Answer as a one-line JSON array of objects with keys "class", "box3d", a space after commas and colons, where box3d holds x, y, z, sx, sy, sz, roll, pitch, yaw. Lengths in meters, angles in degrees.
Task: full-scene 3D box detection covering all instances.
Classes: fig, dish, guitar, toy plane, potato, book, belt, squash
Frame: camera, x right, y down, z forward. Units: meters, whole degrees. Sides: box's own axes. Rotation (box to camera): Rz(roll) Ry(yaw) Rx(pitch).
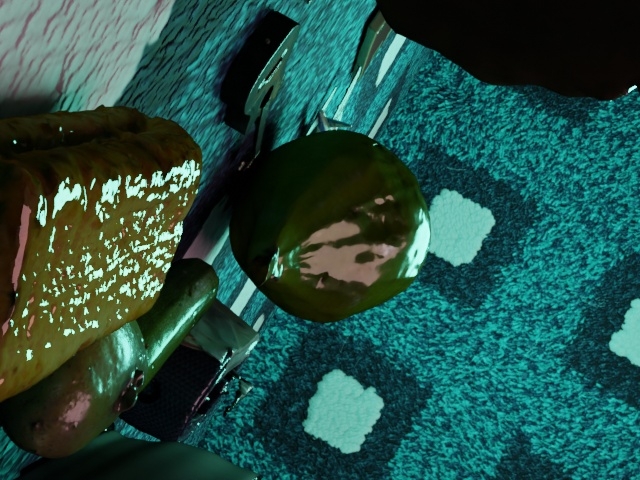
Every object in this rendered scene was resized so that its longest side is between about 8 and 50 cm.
[{"class": "fig", "box3d": [0.012, -0.023, 1.079, 0.233, 0.233, 0.314, -59, 172, -8]}, {"class": "dish", "box3d": [-0.196, 0.220, 0.688, 0.316, 0.106, 0.316, -36, 172, -6]}, {"class": "guitar", "box3d": [-0.059, -0.116, 0.861, 0.088, 0.025, 0.233, -59, 177, -21]}, {"class": "toy plane", "box3d": [0.000, -0.131, 1.321, 0.226, 0.058, 0.226, -60, 180, -16]}, {"class": "potato", "box3d": [-0.159, 0.087, 0.651, 0.188, 0.085, 0.105, 128, -13, -85]}, {"class": "book", "box3d": [0.118, -0.356, 1.416, 0.232, 0.022, 0.162, -59, 179, -17]}, {"class": "belt", "box3d": [-0.138, 0.136, 1.010, 0.140, 0.126, 0.230, -58, 176, 5]}, {"class": "squash", "box3d": [-0.149, 0.074, 0.853, 0.066, 0.066, 0.229, -61, 177, 26]}]

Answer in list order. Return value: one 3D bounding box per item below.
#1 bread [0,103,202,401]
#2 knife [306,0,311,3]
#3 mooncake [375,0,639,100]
[{"class": "bread", "box3d": [-0.122, -0.002, 0.419, 0.211, 0.083, 0.114, -44, 159, -77]}, {"class": "knife", "box3d": [0.062, -0.322, 0.946, 0.298, 0.017, 0.047, -58, -178, -32]}, {"class": "mooncake", "box3d": [0.164, -0.251, 0.614, 0.324, 0.324, 0.187, -61, -179, 14]}]
